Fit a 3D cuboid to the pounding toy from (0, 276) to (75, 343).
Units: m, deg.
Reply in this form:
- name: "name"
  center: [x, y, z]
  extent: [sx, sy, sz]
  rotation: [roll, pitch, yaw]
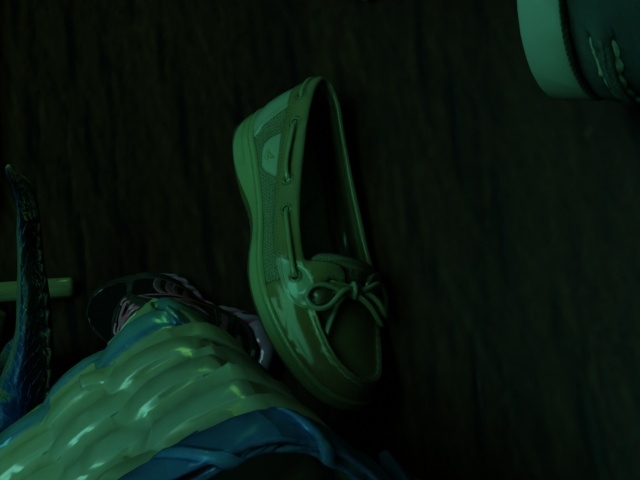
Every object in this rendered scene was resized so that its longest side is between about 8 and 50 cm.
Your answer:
- name: "pounding toy"
  center: [-0.229, 0.045, 0.842]
  extent: [0.141, 0.130, 0.100]
  rotation: [28, 111, 40]

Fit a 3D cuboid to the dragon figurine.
- name: "dragon figurine"
  center: [-0.144, 0.118, 0.769]
  extent: [0.144, 0.085, 0.289]
  rotation: [35, 108, 37]

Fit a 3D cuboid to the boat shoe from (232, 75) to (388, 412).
- name: "boat shoe"
  center: [0.001, 0.000, 0.695]
  extent: [0.048, 0.056, 0.153]
  rotation: [-35, 52, 35]

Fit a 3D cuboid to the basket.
- name: "basket"
  center: [-0.043, 0.173, 0.572]
  extent: [0.254, 0.201, 0.289]
  rotation: [-38, 33, 4]

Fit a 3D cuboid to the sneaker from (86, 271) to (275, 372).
- name: "sneaker"
  center: [-0.078, 0.040, 0.751]
  extent: [0.119, 0.057, 0.047]
  rotation: [13, 91, 42]

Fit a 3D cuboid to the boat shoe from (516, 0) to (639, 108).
- name: "boat shoe"
  center: [0.129, -0.202, 0.549]
  extent: [0.099, 0.116, 0.320]
  rotation: [11, 112, 33]
